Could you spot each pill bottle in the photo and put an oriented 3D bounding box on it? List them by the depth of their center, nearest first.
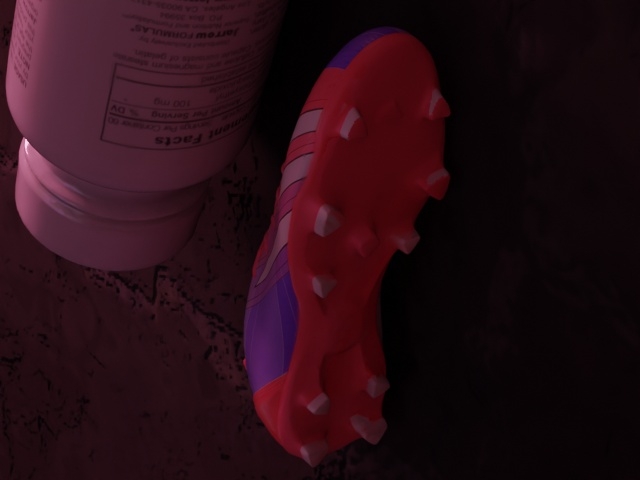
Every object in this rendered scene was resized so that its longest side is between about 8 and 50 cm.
[{"bbox_3d":[-0.090,-0.099,0.792,0.131,0.131,0.229,50,140,29],"label":"pill bottle"}]

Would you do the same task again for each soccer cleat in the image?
[{"bbox_3d":[0.000,0.000,0.762,0.095,0.083,0.248,45,141,41],"label":"soccer cleat"}]
